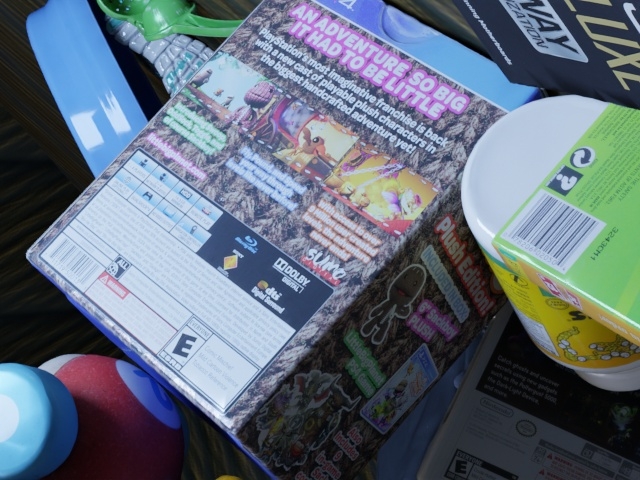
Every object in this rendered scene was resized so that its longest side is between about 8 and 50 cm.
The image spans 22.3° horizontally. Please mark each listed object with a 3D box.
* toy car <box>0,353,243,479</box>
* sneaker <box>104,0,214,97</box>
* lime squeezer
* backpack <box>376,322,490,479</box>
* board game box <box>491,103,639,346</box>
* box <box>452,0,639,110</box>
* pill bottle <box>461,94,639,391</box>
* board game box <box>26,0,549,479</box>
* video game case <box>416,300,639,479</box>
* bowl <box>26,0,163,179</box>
[{"bbox_3d":[-0.091,0.190,1.044,0.238,0.210,0.219,8,173,19],"label":"toy car"},{"bbox_3d":[-0.142,-0.180,1.629,0.166,0.065,0.076,48,-179,10],"label":"sneaker"},{"bbox_3d":[-0.157,-0.234,1.488,0.310,0.059,0.110,39,140,30],"label":"lime squeezer"},{"bbox_3d":[0.216,0.261,1.540,0.355,0.273,0.290,28,-153,-11],"label":"backpack"},{"bbox_3d":[0.216,0.014,0.812,0.259,0.124,0.039,33,168,46],"label":"board game box"},{"bbox_3d":[0.087,-0.176,0.635,0.307,0.076,0.242,48,169,-30],"label":"box"},{"bbox_3d":[0.170,0.012,1.009,0.117,0.117,0.208,36,168,35],"label":"pill bottle"},{"bbox_3d":[-0.006,-0.009,1.096,0.232,0.291,0.141,36,169,37],"label":"board game box"},{"bbox_3d":[0.188,0.129,1.138,0.190,0.173,0.022,25,-177,-7],"label":"video game case"},{"bbox_3d":[-0.192,-0.091,1.729,0.391,0.077,0.391,62,-179,-1],"label":"bowl"}]
